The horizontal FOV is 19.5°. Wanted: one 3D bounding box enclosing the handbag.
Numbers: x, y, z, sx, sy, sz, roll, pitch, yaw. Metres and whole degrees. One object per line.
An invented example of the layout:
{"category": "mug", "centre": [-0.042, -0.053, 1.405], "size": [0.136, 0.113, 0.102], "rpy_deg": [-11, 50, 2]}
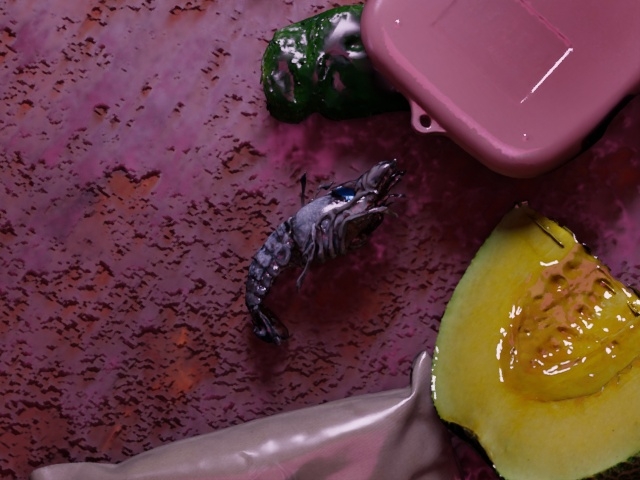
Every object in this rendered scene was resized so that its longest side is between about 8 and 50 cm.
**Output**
{"category": "handbag", "centre": [-0.033, 0.247, 1.388], "size": [0.316, 0.109, 0.253], "rpy_deg": [-17, 91, -4]}

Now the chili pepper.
{"category": "chili pepper", "centre": [0.067, -0.131, 1.418], "size": [0.224, 0.061, 0.098], "rpy_deg": [0, 82, 4]}

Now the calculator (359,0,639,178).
{"category": "calculator", "centre": [0.181, -0.198, 1.391], "size": [0.220, 0.048, 0.330], "rpy_deg": [42, 79, 2]}

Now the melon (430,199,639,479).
{"category": "melon", "centre": [0.191, 0.112, 1.352], "size": [0.169, 0.265, 0.129], "rpy_deg": [-47, 131, 3]}

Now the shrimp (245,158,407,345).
{"category": "shrimp", "centre": [-0.004, -0.002, 1.409], "size": [0.076, 0.082, 0.174], "rpy_deg": [40, 98, -2]}
